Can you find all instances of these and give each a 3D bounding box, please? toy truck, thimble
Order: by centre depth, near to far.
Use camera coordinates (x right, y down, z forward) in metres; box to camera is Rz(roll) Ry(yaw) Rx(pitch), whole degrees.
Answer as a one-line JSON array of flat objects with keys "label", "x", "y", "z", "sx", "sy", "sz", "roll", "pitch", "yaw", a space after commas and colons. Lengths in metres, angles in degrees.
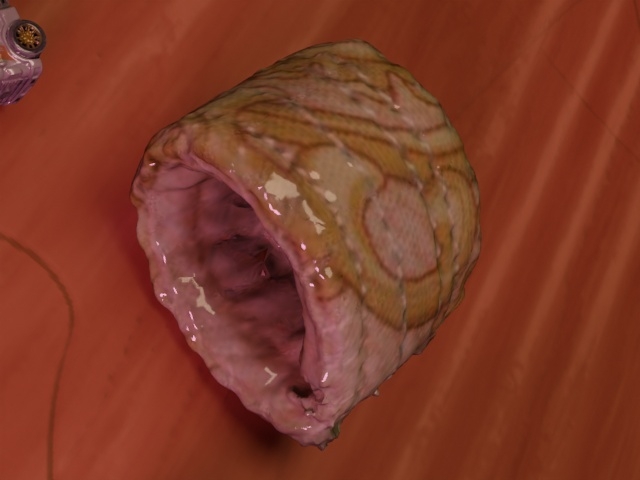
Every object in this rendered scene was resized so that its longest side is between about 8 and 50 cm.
[{"label": "toy truck", "x": -0.194, "y": -0.125, "z": 0.762, "sx": 0.063, "sy": 0.052, "sz": 0.123, "roll": -23, "pitch": 82, "yaw": -39}, {"label": "thimble", "x": 0.000, "y": 0.000, "z": 0.798, "sx": 0.143, "sy": 0.137, "sz": 0.190, "roll": -34, "pitch": 103, "yaw": -44}]
